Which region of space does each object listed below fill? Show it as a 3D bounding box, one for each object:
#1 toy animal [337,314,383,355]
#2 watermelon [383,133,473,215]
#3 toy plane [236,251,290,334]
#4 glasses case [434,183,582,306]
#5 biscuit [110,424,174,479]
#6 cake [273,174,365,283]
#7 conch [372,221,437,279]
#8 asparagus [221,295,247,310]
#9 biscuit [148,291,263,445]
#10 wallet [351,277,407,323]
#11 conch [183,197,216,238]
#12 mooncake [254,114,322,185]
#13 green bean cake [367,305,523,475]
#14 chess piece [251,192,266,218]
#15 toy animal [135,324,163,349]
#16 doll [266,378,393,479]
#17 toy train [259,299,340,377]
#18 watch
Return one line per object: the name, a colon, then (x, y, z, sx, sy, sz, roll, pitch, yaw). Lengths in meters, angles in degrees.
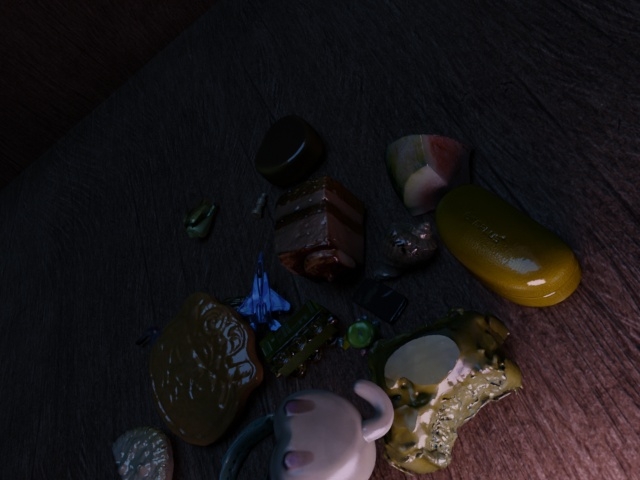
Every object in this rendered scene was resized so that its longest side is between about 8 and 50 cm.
toy animal: (0.093, 0.224, 1.442, 0.103, 0.208, 0.100, -8, 88, 8)
watermelon: (0.276, -0.192, 1.603, 0.310, 0.231, 0.193, 113, 171, -64)
toy plane: (-0.165, 0.148, 1.769, 0.169, 0.078, 0.247, -11, 56, 14)
glasses case: (0.390, 0.006, 1.378, 0.173, 0.141, 0.371, -46, 41, 3)
biscuit: (-0.487, 0.603, 1.712, 0.281, 0.084, 0.179, 28, 80, 48)
cake: (0.000, 0.000, 1.681, 0.198, 0.196, 0.293, -21, 53, 30)
conch: (0.208, 0.022, 1.573, 0.207, 0.130, 0.155, -53, 2, 28)
asparagus: (-0.312, 0.225, 1.856, 0.287, 0.080, 0.080, -25, 46, 24)
biscuit: (-0.331, 0.351, 1.707, 0.385, 0.062, 0.365, 42, 98, 35)
wallet: (0.149, 0.150, 1.565, 0.082, 0.018, 0.156, -53, 41, -6)
conch: (-0.422, -0.083, 2.158, 0.079, 0.106, 0.170, 1, 56, 32)
mooncake: (-0.094, -0.294, 2.027, 0.234, 0.117, 0.235, -20, 51, 26)
green bean cake: (0.245, 0.295, 1.240, 0.309, 0.202, 0.285, -29, 47, 21)
chess piece: (-0.199, -0.119, 2.050, 0.035, 0.035, 0.092, -6, 53, 37)
toy animal: (-0.477, 0.320, 1.910, 0.195, 0.090, 0.324, -55, 42, 2)
doll: (-0.011, 0.446, 1.223, 0.215, 0.225, 0.371, -109, 29, -42)
toy train: (-0.051, 0.253, 1.605, 0.225, 0.090, 0.137, -43, 39, 6)
watch: (-0.145, 0.538, 1.493, 0.195, 0.068, 0.237, 25, 81, 49)
